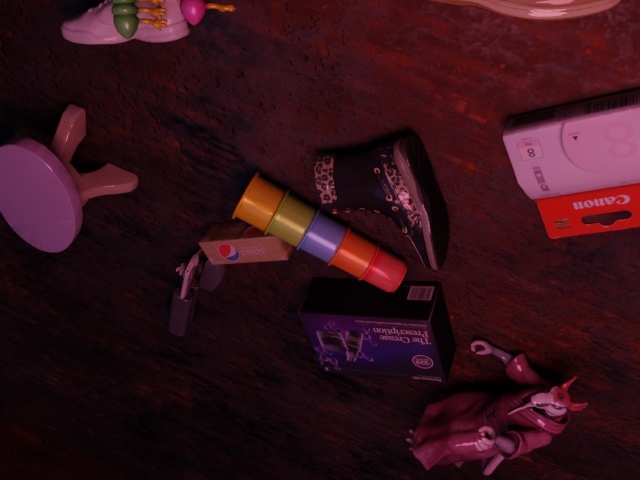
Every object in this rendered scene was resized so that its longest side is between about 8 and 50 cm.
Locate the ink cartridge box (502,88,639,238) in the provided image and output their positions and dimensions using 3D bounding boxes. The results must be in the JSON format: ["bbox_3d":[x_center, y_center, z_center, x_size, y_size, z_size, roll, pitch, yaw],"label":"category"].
[{"bbox_3d":[0.382,-0.086,0.949,0.189,0.066,0.232,-9,123,32],"label":"ink cartridge box"}]

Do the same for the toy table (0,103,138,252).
[{"bbox_3d":[-0.493,-0.118,1.267,0.252,0.161,0.274,31,138,-6],"label":"toy table"}]

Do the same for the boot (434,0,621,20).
[{"bbox_3d":[0.214,-0.360,0.733,0.261,0.095,0.204,17,136,20],"label":"boot"}]

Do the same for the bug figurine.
[{"bbox_3d":[-0.224,-0.389,0.899,0.278,0.072,0.217,-1,104,25],"label":"bug figurine"}]

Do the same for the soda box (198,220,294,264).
[{"bbox_3d":[-0.138,0.002,1.287,0.181,0.058,0.061,-4,130,30],"label":"soda box"}]

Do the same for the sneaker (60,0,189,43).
[{"bbox_3d":[-0.302,-0.351,1.020,0.212,0.080,0.094,1,121,16],"label":"sneaker"}]

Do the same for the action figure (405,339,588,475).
[{"bbox_3d":[0.346,0.349,1.252,0.275,0.248,0.370,41,139,-16],"label":"action figure"}]

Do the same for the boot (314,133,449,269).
[{"bbox_3d":[0.103,-0.054,1.096,0.178,0.085,0.237,-3,123,31],"label":"boot"}]

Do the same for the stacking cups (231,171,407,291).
[{"bbox_3d":[0.000,0.000,1.191,0.316,0.096,0.096,31,137,-6],"label":"stacking cups"}]

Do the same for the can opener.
[{"bbox_3d":[-0.278,0.121,1.460,0.093,0.074,0.280,27,138,-2],"label":"can opener"}]

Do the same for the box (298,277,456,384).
[{"bbox_3d":[0.113,0.173,1.303,0.261,0.103,0.184,0,134,26],"label":"box"}]
